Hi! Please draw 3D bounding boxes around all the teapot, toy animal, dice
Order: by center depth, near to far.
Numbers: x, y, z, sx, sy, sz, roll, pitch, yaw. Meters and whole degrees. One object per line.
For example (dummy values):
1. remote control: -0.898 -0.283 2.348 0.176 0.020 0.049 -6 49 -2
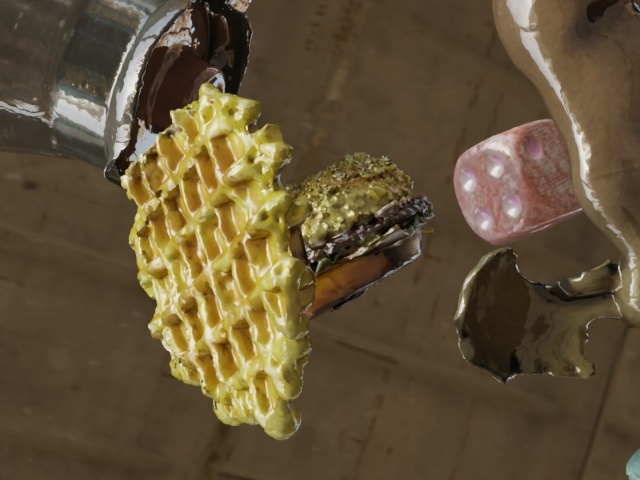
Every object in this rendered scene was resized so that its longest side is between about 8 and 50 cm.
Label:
1. toy animal: 0.127 -0.027 0.562 0.186 0.093 0.214 -28 -90 -34
2. dice: 0.185 -0.053 1.227 0.094 0.093 0.091 -17 -98 -39
3. teapot: -0.255 -0.227 1.458 0.376 0.361 0.306 -54 -20 -36

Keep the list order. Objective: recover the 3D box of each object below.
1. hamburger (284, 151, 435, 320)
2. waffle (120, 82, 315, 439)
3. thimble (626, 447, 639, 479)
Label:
1. hamburger: 0.000 0.000 1.436 0.243 0.261 0.139 -28 -89 11
2. waffle: -0.091 0.012 1.145 0.060 0.312 0.307 -14 -70 -30
3. thimble: 0.418 0.260 1.336 0.143 0.198 0.235 -39 -32 -5
